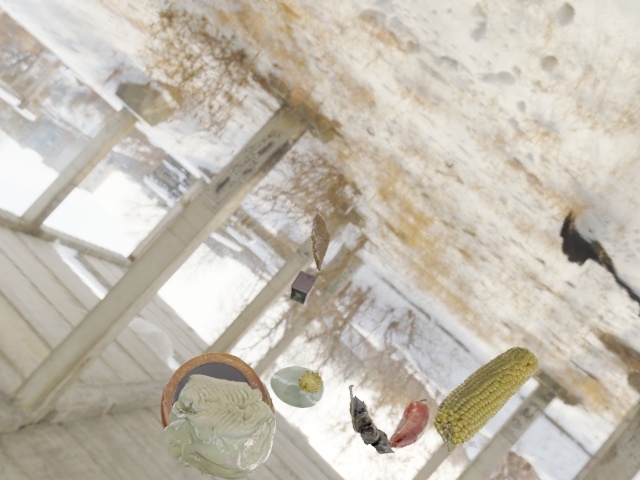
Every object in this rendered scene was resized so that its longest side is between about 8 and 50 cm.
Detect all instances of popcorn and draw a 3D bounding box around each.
[{"bbox_3d":[-0.034,0.480,2.085,0.057,0.082,0.083,83,164,-48],"label":"popcorn"}]

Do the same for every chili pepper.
[{"bbox_3d":[0.218,0.439,1.465,0.071,0.063,0.272,11,-166,20],"label":"chili pepper"}]

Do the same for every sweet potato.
[{"bbox_3d":[0.000,0.000,1.955,0.068,0.205,0.060,10,158,-13],"label":"sweet potato"}]

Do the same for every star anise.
[{"bbox_3d":[0.144,0.588,1.975,0.262,0.081,0.230,56,-177,-9],"label":"star anise"}]

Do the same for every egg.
[{"bbox_3d":[-0.088,0.545,2.294,0.209,0.151,0.151,14,169,14],"label":"egg"}]

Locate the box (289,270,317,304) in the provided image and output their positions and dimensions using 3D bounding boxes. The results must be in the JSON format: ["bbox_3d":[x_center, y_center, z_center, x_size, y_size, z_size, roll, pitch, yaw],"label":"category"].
[{"bbox_3d":[-0.054,0.145,1.868,0.060,0.084,0.063,20,129,9],"label":"box"}]

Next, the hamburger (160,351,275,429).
[{"bbox_3d":[-0.301,0.513,1.827,0.330,0.330,0.250,41,161,17],"label":"hamburger"}]

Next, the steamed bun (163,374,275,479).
[{"bbox_3d":[-0.255,0.489,1.557,0.275,0.206,0.320,3,-164,-10],"label":"steamed bun"}]

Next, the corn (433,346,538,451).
[{"bbox_3d":[0.360,0.338,1.356,0.101,0.310,0.101,39,151,27],"label":"corn"}]
